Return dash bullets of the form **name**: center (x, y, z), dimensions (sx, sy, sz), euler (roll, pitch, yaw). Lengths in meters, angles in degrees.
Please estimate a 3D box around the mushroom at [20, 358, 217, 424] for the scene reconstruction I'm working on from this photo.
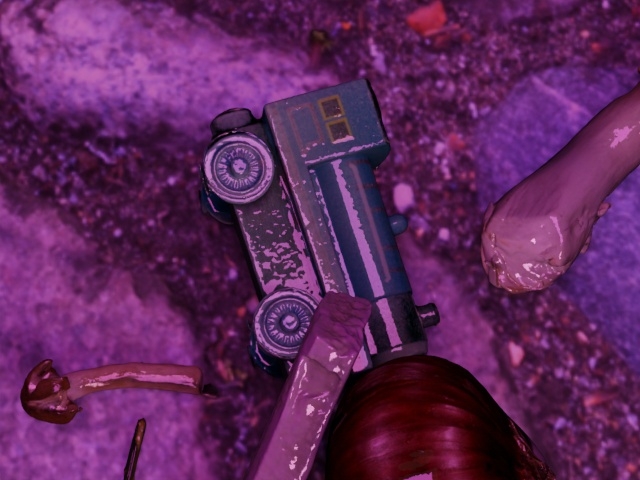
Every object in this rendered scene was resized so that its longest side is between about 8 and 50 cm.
- **mushroom**: center (-0.192, 0.138, 1.608), dimensions (0.187, 0.061, 0.060), euler (-6, 72, -6)

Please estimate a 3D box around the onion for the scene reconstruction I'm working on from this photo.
- **onion**: center (0.068, 0.241, 1.490), dimensions (0.285, 0.273, 0.273), euler (-14, 77, 15)

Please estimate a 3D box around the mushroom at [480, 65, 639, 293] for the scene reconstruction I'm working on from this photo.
- **mushroom**: center (0.255, -0.061, 1.635), dimensions (0.099, 0.096, 0.278), euler (42, 77, 7)

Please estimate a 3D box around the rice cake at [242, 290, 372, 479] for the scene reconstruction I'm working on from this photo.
- **rice cake**: center (-0.034, 0.191, 1.503), dimensions (0.050, 0.106, 0.298), euler (23, 109, -3)

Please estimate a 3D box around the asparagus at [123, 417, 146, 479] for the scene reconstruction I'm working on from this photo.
- **asparagus**: center (-0.185, 0.250, 1.604), dimensions (0.016, 0.013, 0.166), euler (7, 77, 12)

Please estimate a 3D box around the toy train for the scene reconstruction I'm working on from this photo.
- **toy train**: center (0.000, 0.000, 1.610), dimensions (0.194, 0.120, 0.298), euler (-16, 78, -9)
